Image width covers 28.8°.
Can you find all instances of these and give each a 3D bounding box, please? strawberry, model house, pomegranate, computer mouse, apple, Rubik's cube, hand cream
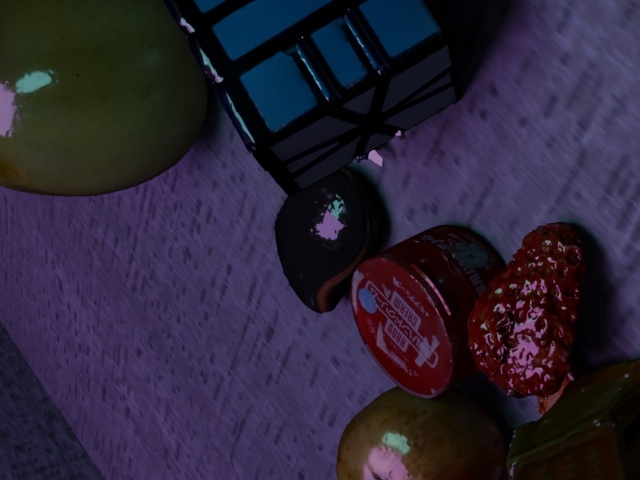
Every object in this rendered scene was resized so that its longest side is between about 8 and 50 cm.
[{"bbox_3d":[0.253,0.085,1.603,0.190,0.111,0.236,-117,37,-65],"label":"strawberry"},{"bbox_3d":[0.335,0.301,1.551,0.173,0.239,0.268,2,119,47],"label":"model house"},{"bbox_3d":[0.157,0.331,1.878,0.229,0.270,0.252,47,116,19],"label":"pomegranate"},{"bbox_3d":[-0.004,0.001,2.031,0.183,0.116,0.323,62,151,19],"label":"computer mouse"},{"bbox_3d":[0.321,0.189,1.696,0.104,0.048,0.152,18,129,47],"label":"strawberry"},{"bbox_3d":[-0.439,-0.291,2.239,0.474,0.474,0.473,37,139,41],"label":"apple"},{"bbox_3d":[-0.009,-0.259,1.590,0.283,0.288,0.293,61,-179,15],"label":"Rubik's cube"},{"bbox_3d":[0.165,0.099,1.788,0.230,0.149,0.230,33,135,42],"label":"hand cream"}]

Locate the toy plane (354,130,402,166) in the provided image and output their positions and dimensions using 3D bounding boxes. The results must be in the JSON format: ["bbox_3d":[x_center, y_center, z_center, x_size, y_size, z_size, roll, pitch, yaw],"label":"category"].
[{"bbox_3d":[0.060,-0.201,1.838,0.135,0.062,0.188,9,118,24],"label":"toy plane"}]
